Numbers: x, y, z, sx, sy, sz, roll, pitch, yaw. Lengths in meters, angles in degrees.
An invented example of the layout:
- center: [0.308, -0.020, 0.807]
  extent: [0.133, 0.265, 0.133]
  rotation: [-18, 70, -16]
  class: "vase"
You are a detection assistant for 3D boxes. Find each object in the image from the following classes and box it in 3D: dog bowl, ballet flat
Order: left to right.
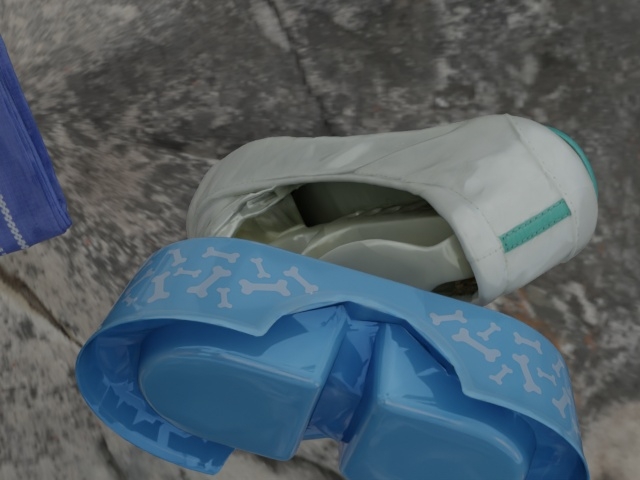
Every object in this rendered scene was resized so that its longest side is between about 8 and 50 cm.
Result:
- center: [0.000, 0.000, 0.851]
  extent: [0.139, 0.400, 0.139]
  rotation: [5, 82, -40]
  class: "ballet flat"
- center: [0.011, 0.085, 0.729]
  extent: [0.297, 0.166, 0.074]
  rotation: [16, 52, -3]
  class: "dog bowl"

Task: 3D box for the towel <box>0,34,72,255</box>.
- center: [-0.406, -0.071, 1.079]
  extent: [0.336, 0.040, 0.243]
  rotation: [-16, 111, 9]
  class: "towel"
